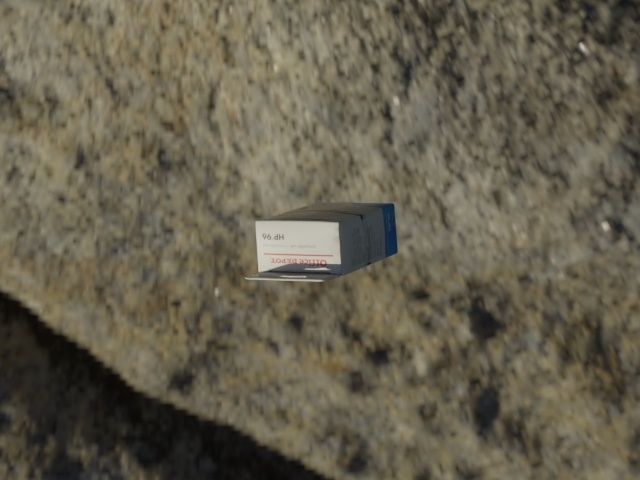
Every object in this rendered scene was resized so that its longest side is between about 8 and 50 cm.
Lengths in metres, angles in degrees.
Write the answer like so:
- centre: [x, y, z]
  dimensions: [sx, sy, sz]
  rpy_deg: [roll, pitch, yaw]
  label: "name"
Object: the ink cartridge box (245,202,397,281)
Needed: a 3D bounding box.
- centre: [0.000, 0.000, 0.920]
  dimensions: [0.048, 0.083, 0.028]
  rpy_deg: [1, 100, 27]
  label: "ink cartridge box"
